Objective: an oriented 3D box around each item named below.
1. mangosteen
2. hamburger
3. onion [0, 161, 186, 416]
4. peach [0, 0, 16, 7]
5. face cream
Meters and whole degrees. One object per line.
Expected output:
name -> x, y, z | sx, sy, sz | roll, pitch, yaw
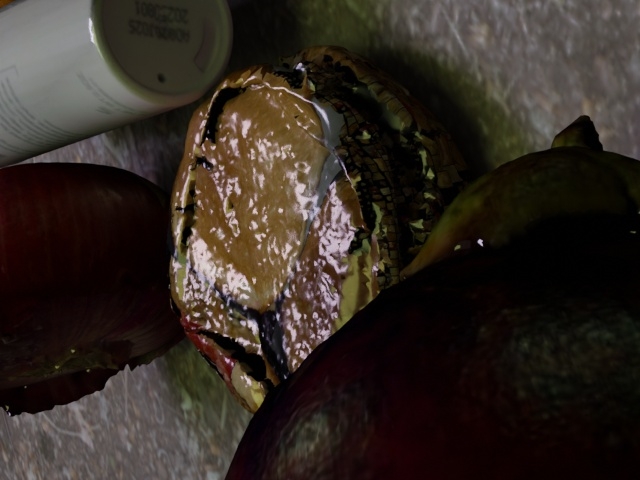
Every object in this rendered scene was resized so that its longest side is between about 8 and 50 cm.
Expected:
mangosteen -> 0.095, 0.112, 0.779 | 0.306, 0.306, 0.359 | -58, 42, 49
hamburger -> 0.000, 0.000, 1.068 | 0.231, 0.107, 0.231 | 20, 114, 57
onion -> -0.194, 0.030, 1.258 | 0.161, 0.248, 0.248 | 56, 145, 9
peach -> -0.212, -0.206, 1.304 | 0.138, 0.138, 0.138 | 26, 122, 52
face cream -> -0.186, -0.105, 1.216 | 0.345, 0.102, 0.102 | -9, 93, 54
